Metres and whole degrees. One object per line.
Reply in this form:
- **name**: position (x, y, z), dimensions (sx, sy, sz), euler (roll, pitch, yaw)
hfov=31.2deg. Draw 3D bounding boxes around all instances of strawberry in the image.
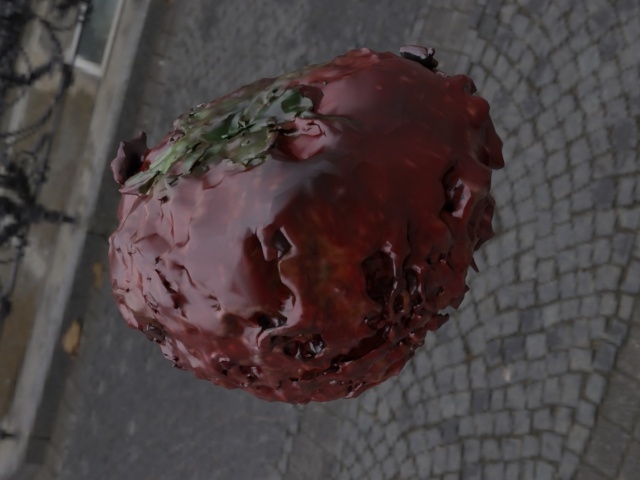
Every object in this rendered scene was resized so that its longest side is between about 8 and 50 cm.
- **strawberry**: position (0.000, 0.000, 0.742), dimensions (0.274, 0.220, 0.274), euler (-22, 26, 12)
